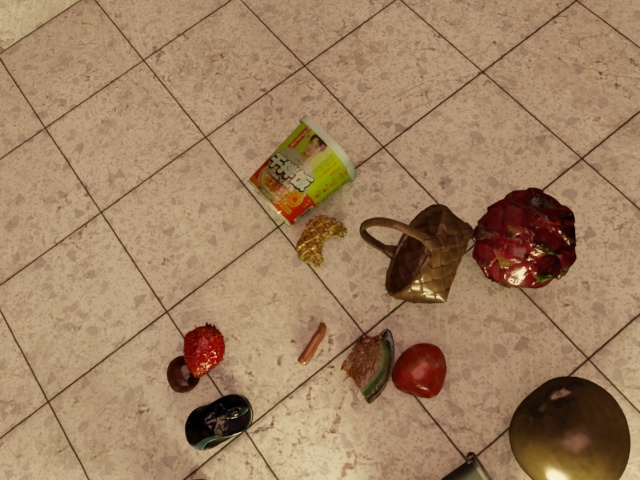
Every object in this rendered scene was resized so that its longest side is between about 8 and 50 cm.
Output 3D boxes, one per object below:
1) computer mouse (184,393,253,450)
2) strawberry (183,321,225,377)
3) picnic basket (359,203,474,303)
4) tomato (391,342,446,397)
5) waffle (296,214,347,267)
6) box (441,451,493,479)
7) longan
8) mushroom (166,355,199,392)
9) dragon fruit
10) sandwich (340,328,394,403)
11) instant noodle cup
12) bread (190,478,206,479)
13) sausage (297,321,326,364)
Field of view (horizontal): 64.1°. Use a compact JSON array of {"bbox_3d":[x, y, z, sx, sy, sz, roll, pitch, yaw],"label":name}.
[{"bbox_3d":[-0.332,0.578,1.635,0.233,0.096,0.137,-25,70,-1],"label":"computer mouse"},{"bbox_3d":[-0.395,0.363,1.707,0.146,0.082,0.187,11,64,0],"label":"strawberry"},{"bbox_3d":[0.273,0.016,1.627,0.337,0.293,0.337,3,81,-18],"label":"picnic basket"},{"bbox_3d":[0.317,0.406,1.622,0.166,0.082,0.174,15,76,13],"label":"tomato"},{"bbox_3d":[0.000,-0.002,1.817,0.149,0.051,0.194,23,75,15],"label":"waffle"},{"bbox_3d":[0.453,0.749,1.455,0.135,0.163,0.243,-35,71,4],"label":"box"},{"bbox_3d":[0.689,0.541,1.417,0.319,0.319,0.319,-2,71,6],"label":"longan"},{"bbox_3d":[-0.464,0.449,1.720,0.123,0.052,0.123,-3,72,9],"label":"mushroom"},{"bbox_3d":[0.636,0.000,1.595,0.329,0.329,0.329,-2,71,6],"label":"dragon fruit"},{"bbox_3d":[0.167,0.388,1.647,0.159,0.079,0.235,32,78,16],"label":"sandwich"},{"bbox_3d":[-0.071,-0.229,1.804,0.308,0.294,0.294,-43,72,-1],"label":"instant noodle cup"},{"bbox_3d":[-0.398,0.819,1.539,0.149,0.143,0.158,-31,74,-4],"label":"bread"},{"bbox_3d":[-0.024,0.345,1.709,0.042,0.036,0.158,30,76,4],"label":"sausage"}]
